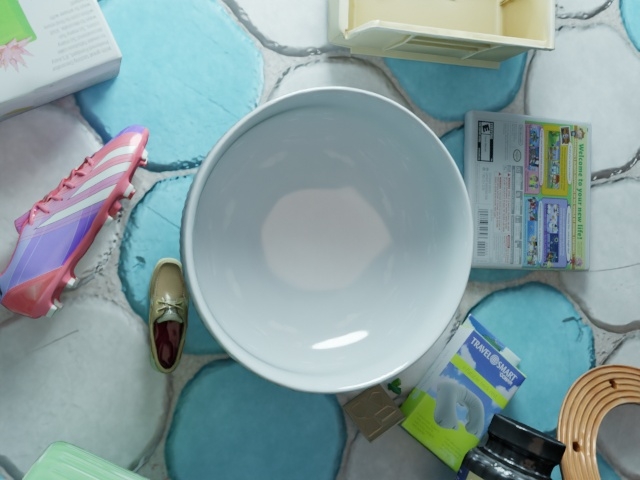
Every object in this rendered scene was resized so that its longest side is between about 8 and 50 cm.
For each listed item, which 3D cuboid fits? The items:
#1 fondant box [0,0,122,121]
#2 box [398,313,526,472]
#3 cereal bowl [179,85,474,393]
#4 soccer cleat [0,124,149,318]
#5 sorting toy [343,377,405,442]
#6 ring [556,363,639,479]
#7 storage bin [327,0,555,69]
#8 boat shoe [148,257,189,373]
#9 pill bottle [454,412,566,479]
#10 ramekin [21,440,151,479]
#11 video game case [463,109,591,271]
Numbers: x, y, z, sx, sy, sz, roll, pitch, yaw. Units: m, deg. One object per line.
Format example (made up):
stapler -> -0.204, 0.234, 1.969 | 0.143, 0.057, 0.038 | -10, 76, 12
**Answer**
fondant box -> -0.388, -0.290, 0.770 | 0.238, 0.096, 0.330 | -26, 96, -16
box -> 0.189, 0.199, 0.974 | 0.109, 0.042, 0.178 | 42, 79, -13
cereal bowl -> 0.000, 0.000, 0.864 | 0.339, 0.141, 0.339 | 0, 89, -17
soccer cleat -> -0.275, -0.032, 0.813 | 0.095, 0.083, 0.248 | 30, 83, -10
sorting toy -> 0.078, 0.211, 0.939 | 0.083, 0.012, 0.062 | -32, 59, -16
ring -> 0.447, 0.325, 0.984 | 0.336, 0.032, 0.336 | 14, 52, -19
storage bin -> 0.149, -0.367, 0.926 | 0.260, 0.123, 0.262 | 2, 89, -18
boat shoe -> -0.174, 0.088, 0.858 | 0.050, 0.045, 0.135 | -1, 90, -18
pill bottle -> 0.217, 0.333, 0.909 | 0.123, 0.123, 0.219 | 24, 86, -16
ramekin -> -0.268, 0.342, 0.700 | 0.148, 0.303, 0.303 | 33, 80, -8
video game case -> 0.285, -0.065, 1.017 | 0.193, 0.023, 0.212 | 2, 88, -17
